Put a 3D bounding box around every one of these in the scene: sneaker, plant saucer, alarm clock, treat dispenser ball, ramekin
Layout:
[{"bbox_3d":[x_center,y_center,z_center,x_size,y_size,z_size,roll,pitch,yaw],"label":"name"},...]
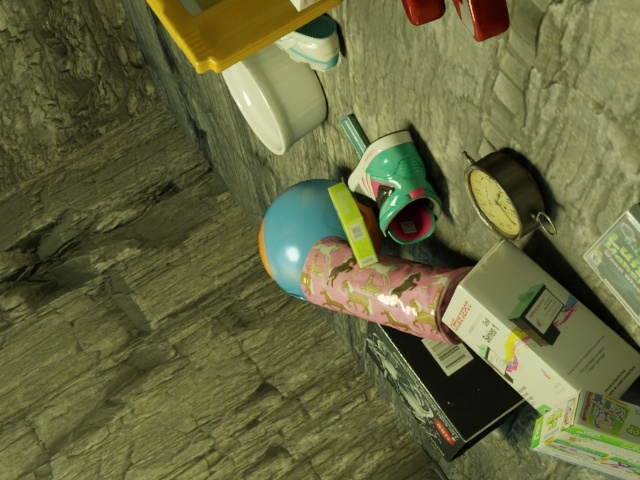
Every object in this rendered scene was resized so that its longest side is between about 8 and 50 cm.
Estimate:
[{"bbox_3d":[-0.059,-0.394,1.585,0.228,0.087,0.092,34,155,33],"label":"sneaker"},{"bbox_3d":[0.144,-0.073,1.576,0.295,0.123,0.178,107,144,-73],"label":"sneaker"},{"bbox_3d":[0.101,-0.176,1.745,0.192,0.018,0.067,60,168,-8],"label":"plant saucer"},{"bbox_3d":[0.280,-0.057,1.205,0.192,0.064,0.129,48,165,51],"label":"alarm clock"},{"bbox_3d":[0.000,0.000,1.948,0.288,0.288,0.288,54,168,17],"label":"treat dispenser ball"},{"bbox_3d":[-0.104,-0.342,1.863,0.277,0.135,0.277,54,167,18],"label":"ramekin"}]

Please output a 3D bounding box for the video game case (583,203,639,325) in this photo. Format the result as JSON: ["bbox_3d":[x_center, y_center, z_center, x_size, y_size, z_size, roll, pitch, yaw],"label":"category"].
[{"bbox_3d":[0.421,0.062,1.043,0.190,0.022,0.173,54,168,16],"label":"video game case"}]

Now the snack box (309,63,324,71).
[{"bbox_3d":[-0.032,-0.419,1.646,0.064,0.022,0.178,35,155,59],"label":"snack box"}]

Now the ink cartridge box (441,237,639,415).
[{"bbox_3d":[0.335,0.153,1.295,0.278,0.117,0.201,44,165,15],"label":"ink cartridge box"}]

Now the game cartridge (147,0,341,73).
[{"bbox_3d":[-0.165,-0.468,1.421,0.324,0.285,0.053,54,168,14],"label":"game cartridge"}]

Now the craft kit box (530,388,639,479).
[{"bbox_3d":[0.439,0.287,1.143,0.249,0.061,0.247,17,162,6],"label":"craft kit box"}]

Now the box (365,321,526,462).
[{"bbox_3d":[0.270,0.291,1.871,0.343,0.179,0.312,54,169,20],"label":"box"}]

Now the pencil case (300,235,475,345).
[{"bbox_3d":[0.141,0.094,1.656,0.386,0.167,0.160,14,149,44],"label":"pencil case"}]

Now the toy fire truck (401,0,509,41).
[{"bbox_3d":[0.129,-0.373,0.856,0.254,0.169,0.302,-97,-14,-56],"label":"toy fire truck"}]

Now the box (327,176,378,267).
[{"bbox_3d":[0.061,-0.039,1.649,0.178,0.042,0.109,-112,0,-58],"label":"box"}]

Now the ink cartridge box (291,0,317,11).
[{"bbox_3d":[-0.011,-0.423,1.253,0.090,0.143,0.092,55,168,12],"label":"ink cartridge box"}]
